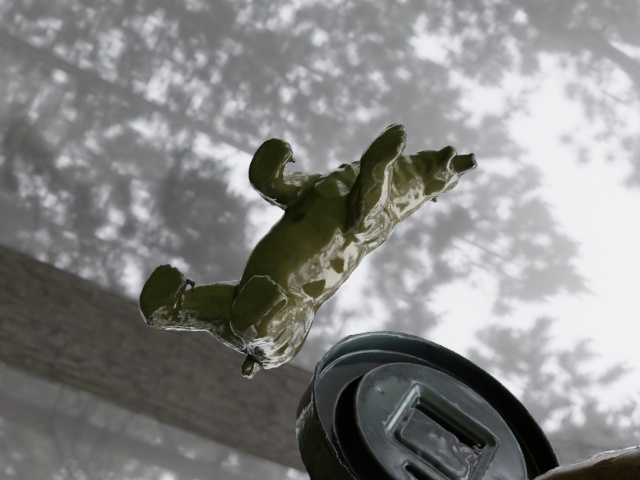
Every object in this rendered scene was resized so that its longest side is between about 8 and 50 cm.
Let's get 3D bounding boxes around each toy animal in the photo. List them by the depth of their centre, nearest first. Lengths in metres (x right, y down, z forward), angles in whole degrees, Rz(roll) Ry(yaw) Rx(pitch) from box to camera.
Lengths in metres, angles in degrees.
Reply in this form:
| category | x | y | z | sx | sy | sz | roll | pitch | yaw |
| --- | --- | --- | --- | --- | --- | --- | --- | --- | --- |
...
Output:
| category | x | y | z | sx | sy | sz | roll | pitch | yaw |
| --- | --- | --- | --- | --- | --- | --- | --- | --- | --- |
| toy animal | 0.000 | 0.000 | 0.833 | 0.218 | 0.101 | 0.103 | -51 | -136 | -8 |

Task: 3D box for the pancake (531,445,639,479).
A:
| category | x | y | z | sx | sy | sz | roll | pitch | yaw |
| --- | --- | --- | --- | --- | --- | --- | --- | --- | --- |
| pancake | 0.156 | 0.273 | 0.743 | 0.382 | 0.071 | 0.382 | -39 | -156 | 21 |

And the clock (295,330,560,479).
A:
| category | x | y | z | sx | sy | sz | roll | pitch | yaw |
| --- | --- | --- | --- | --- | --- | --- | --- | --- | --- |
| clock | 0.119 | 0.228 | 1.419 | 0.061 | 0.313 | 0.312 | -58 | -154 | 33 |
